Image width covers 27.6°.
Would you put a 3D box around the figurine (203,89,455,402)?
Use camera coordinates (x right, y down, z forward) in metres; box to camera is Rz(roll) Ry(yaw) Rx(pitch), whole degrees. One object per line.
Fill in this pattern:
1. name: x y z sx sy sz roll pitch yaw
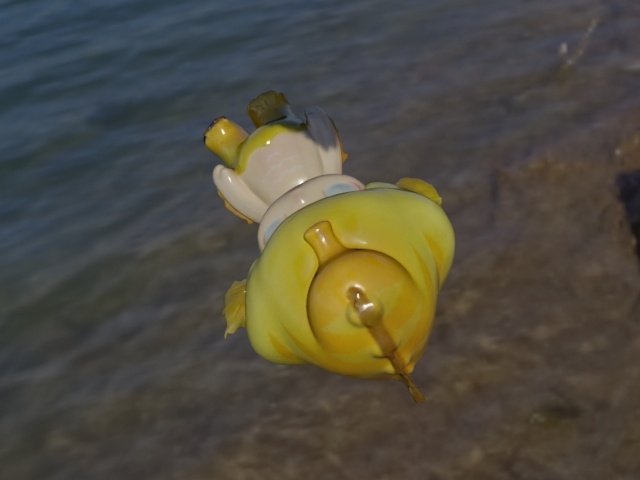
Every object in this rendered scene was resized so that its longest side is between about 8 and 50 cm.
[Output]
1. figurine: 0.000 0.000 0.821 0.156 0.131 0.246 -32 49 5
